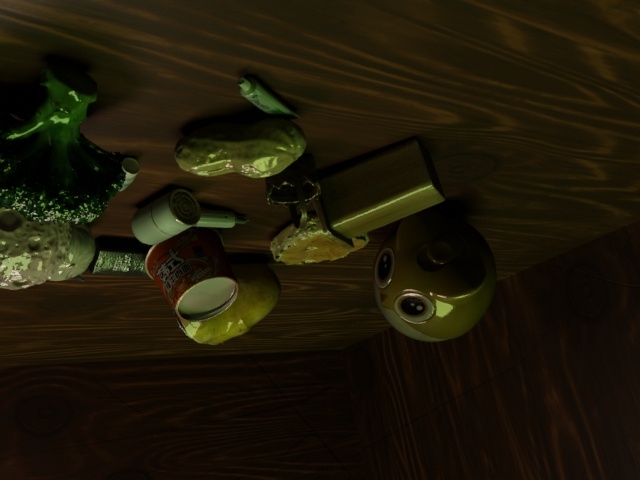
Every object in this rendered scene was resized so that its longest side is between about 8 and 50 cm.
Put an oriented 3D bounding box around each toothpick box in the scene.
[{"bbox_3d":[0.150,-0.129,1.858,0.308,0.190,0.187,-23,158,17],"label":"toothpick box"},{"bbox_3d":[0.367,0.119,2.321,0.409,0.408,0.425,-10,155,-4],"label":"toothpick box"}]

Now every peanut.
[{"bbox_3d":[-0.176,-0.197,1.534,0.291,0.129,0.130,-2,162,9],"label":"peanut"}]

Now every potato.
[{"bbox_3d":[-0.301,0.168,2.360,0.296,0.289,0.397,-26,158,5],"label":"potato"}]

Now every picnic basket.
[{"bbox_3d":[-0.066,-0.115,1.755,0.138,0.178,0.128,-8,160,-10],"label":"picnic basket"}]

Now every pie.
[{"bbox_3d":[0.000,0.000,2.272,0.340,0.083,0.339,-12,160,-4],"label":"pie"}]

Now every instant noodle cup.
[{"bbox_3d":[-0.365,0.104,2.077,0.251,0.192,0.250,-23,145,-17],"label":"instant noodle cup"}]

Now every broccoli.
[{"bbox_3d":[-0.490,-0.165,1.297,0.298,0.297,0.297,8,132,-43],"label":"broccoli"}]

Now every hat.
[{"bbox_3d":[-0.723,0.035,1.869,0.275,0.160,0.232,-20,155,33],"label":"hat"}]

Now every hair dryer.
[{"bbox_3d":[-0.328,-0.055,1.937,0.173,0.107,0.357,-22,165,36],"label":"hair dryer"}]

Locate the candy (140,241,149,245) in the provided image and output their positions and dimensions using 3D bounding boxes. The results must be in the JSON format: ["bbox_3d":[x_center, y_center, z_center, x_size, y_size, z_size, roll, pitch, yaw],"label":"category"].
[{"bbox_3d":[-0.493,-0.025,1.985,0.044,0.045,0.175,7,157,-9],"label":"candy"}]

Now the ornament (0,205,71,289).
[{"bbox_3d":[-0.682,-0.017,1.586,0.225,0.259,0.259,8,153,-41],"label":"ornament"}]

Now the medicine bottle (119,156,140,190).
[{"bbox_3d":[-0.455,-0.153,1.628,0.052,0.052,0.089,5,155,-39],"label":"medicine bottle"}]

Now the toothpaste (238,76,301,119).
[{"bbox_3d":[-0.111,-0.287,1.461,0.064,0.041,0.218,-4,167,22],"label":"toothpaste"}]

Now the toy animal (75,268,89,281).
[{"bbox_3d":[-0.728,0.069,2.091,0.108,0.062,0.220,-8,148,-3],"label":"toy animal"}]

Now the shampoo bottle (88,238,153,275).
[{"bbox_3d":[-0.533,0.056,2.122,0.310,0.071,0.098,5,118,-40],"label":"shampoo bottle"}]
